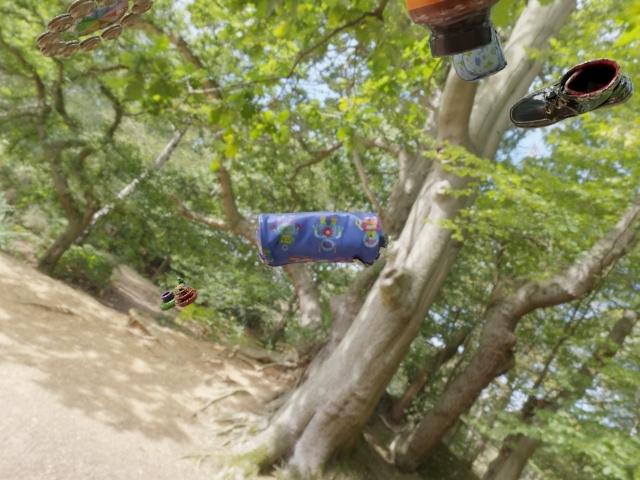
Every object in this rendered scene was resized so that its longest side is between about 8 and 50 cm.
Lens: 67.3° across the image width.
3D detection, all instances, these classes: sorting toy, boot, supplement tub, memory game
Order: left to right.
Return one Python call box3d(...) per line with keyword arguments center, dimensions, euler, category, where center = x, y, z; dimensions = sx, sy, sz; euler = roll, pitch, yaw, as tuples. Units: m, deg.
box3d(center=(-0.317, -0.312, 0.689), dimensions=(0.012, 0.186, 0.186), euler=(59, -20, -15), category="memory game")
box3d(center=(-0.285, 0.104, 0.954), dimensions=(0.102, 0.061, 0.042), euler=(-12, -66, 34), category="sorting toy")
box3d(center=(0.133, -0.299, 0.499), dimensions=(0.106, 0.106, 0.198), euler=(16, -50, 51), category="supplement tub")
box3d(center=(0.479, -0.290, 0.955), dimensions=(0.236, 0.085, 0.178), euler=(-8, -1, 36), category="boot")

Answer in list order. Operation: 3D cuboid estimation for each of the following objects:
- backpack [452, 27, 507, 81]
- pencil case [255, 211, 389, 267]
box3d(center=(0.385, -0.448, 1.180), dimensions=(0.114, 0.084, 0.105), euler=(-17, -81, 31), category="backpack")
box3d(center=(0.000, 0.000, 1.133), dimensions=(0.306, 0.133, 0.119), euler=(0, -19, -2), category="pencil case")
